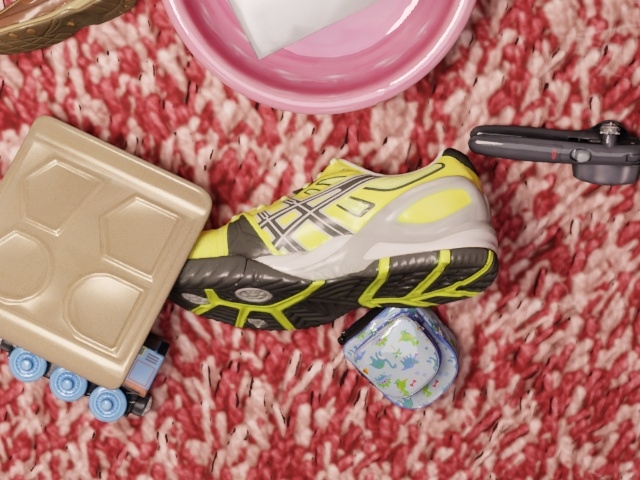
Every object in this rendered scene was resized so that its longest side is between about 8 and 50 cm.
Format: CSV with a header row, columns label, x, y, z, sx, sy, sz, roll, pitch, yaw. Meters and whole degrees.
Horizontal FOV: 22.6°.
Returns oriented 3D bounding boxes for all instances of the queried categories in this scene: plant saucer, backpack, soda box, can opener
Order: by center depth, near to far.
label,x,y,z,sx,sy,sz,roll,pitch,yaw
soda box,0.048,-0.281,1.524,0.286,0.091,0.098,-25,103,10
plant saucer,-0.001,-0.297,1.614,0.332,0.084,0.332,1,106,2
can opener,0.247,-0.096,1.671,0.186,0.059,0.073,7,107,1
backpack,0.092,0.124,1.732,0.105,0.084,0.114,-42,103,16

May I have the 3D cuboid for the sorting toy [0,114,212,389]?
label,x,y,z,sx,sy,sz,roll,pitch,yaw
sorting toy,-0.293,-0.008,1.662,0.307,0.041,0.229,25,82,6

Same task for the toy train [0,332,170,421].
label,x,y,z,sx,sy,sz,roll,pitch,yaw
toy train,-0.259,0.124,1.758,0.184,0.080,0.105,27,97,-3

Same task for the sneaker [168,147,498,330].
label,x,y,z,sx,sy,sz,roll,pitch,yaw
sneaker,0.000,0.000,1.692,0.384,0.145,0.147,-6,65,16

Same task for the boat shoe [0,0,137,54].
label,x,y,z,sx,sy,sz,roll,pitch,yaw
boat shoe,-0.278,-0.244,1.662,0.178,0.064,0.060,-21,74,7
